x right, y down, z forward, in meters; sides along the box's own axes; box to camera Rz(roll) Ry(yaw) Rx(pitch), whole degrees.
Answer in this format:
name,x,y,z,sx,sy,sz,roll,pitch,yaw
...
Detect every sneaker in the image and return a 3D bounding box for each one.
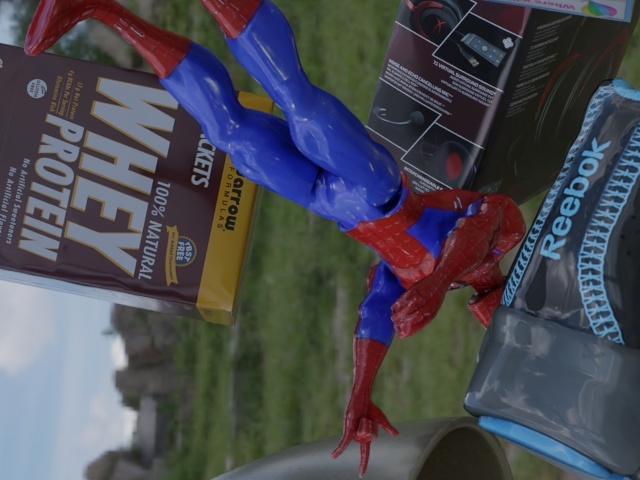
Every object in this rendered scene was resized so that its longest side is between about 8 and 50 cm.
name,x,y,z,sx,sy,sz,roll,pitch,yaw
sneaker,0.204,0.025,0.510,0.125,0.341,0.139,20,99,42

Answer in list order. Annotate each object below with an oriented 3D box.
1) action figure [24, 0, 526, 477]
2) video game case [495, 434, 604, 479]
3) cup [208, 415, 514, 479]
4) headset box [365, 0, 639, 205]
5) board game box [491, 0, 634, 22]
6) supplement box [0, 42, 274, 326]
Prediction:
name,x,y,z,sx,sy,sz,roll,pitch,yaw
action figure,0.000,0.000,0.522,0.091,0.280,0.139,-20,48,42
video game case,0.232,0.098,0.920,0.023,0.201,0.183,-27,38,62
cup,-0.016,0.278,0.819,0.331,0.237,0.331,0,-90,-65
headset box,0.158,-0.169,0.955,0.218,0.110,0.293,-27,-38,-46
board game box,0.107,-0.169,0.705,0.103,0.154,0.026,50,-128,-74
supplement box,-0.137,-0.029,0.780,0.191,0.194,0.129,118,163,-83
